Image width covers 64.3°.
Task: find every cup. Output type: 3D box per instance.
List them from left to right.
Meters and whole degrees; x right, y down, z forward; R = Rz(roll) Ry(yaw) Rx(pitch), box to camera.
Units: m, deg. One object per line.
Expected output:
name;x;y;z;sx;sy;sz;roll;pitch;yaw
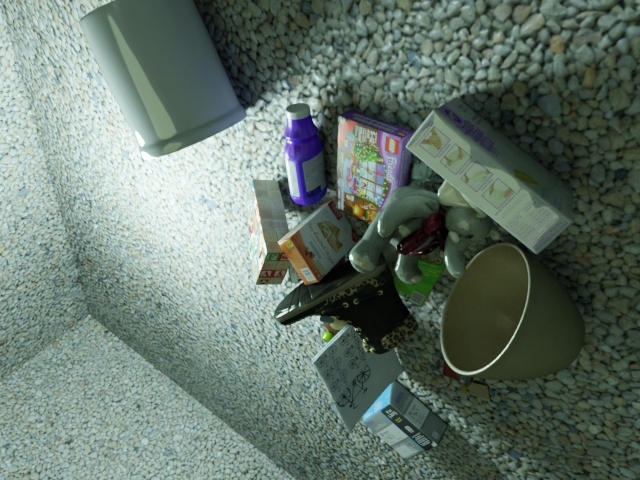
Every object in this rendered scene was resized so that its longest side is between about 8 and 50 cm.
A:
cup;0.483;0.200;1.230;0.237;0.331;0.331;23;142;-12

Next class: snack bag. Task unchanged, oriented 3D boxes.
snack bag;0.136;0.417;1.673;0.037;0.323;0.343;9;129;48

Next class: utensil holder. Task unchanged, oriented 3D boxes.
utensil holder;-0.431;-0.467;1.421;0.327;0.327;0.385;0;121;41

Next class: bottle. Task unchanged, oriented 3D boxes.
bottle;-0.046;-0.241;1.433;0.092;0.118;0.283;18;134;30

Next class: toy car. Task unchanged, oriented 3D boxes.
toy car;0.054;0.252;1.684;0.149;0.155;0.188;10;157;35

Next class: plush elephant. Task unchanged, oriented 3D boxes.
plush elephant;0.279;-0.025;1.184;0.255;0.330;0.272;19;175;43

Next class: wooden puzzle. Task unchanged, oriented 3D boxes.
wooden puzzle;0.510;0.482;1.646;0.116;0.014;0.079;12;135;34

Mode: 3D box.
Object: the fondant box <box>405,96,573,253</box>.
fondant box;0.357;-0.148;1.051;0.330;0.238;0.096;40;122;6

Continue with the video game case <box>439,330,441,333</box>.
video game case;0.457;0.313;1.545;0.166;0.015;0.119;42;140;5

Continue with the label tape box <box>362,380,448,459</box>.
label tape box;0.273;0.657;1.930;0.333;0.106;0.241;40;140;7

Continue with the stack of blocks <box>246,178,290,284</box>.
stack of blocks;-0.169;-0.028;1.610;0.171;0.087;0.297;115;148;-48

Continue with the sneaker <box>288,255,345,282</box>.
sneaker;-0.009;0.078;1.680;0.178;0.124;0.295;4;166;1

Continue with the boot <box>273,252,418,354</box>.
boot;0.080;0.222;1.511;0.377;0.138;0.284;-30;112;12

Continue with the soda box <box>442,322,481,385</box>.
soda box;0.420;0.298;1.487;0.092;0.083;0.263;19;133;28

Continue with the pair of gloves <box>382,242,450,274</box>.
pair of gloves;0.250;0.011;1.449;0.240;0.042;0.204;7;127;39

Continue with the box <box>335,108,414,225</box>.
box;0.135;-0.177;1.350;0.201;0.057;0.293;27;135;31

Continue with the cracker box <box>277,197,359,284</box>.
cracker box;0.000;0.000;1.508;0.067;0.232;0.156;-18;111;46

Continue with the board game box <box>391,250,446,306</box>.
board game box;0.275;0.080;1.437;0.124;0.039;0.259;28;142;11
